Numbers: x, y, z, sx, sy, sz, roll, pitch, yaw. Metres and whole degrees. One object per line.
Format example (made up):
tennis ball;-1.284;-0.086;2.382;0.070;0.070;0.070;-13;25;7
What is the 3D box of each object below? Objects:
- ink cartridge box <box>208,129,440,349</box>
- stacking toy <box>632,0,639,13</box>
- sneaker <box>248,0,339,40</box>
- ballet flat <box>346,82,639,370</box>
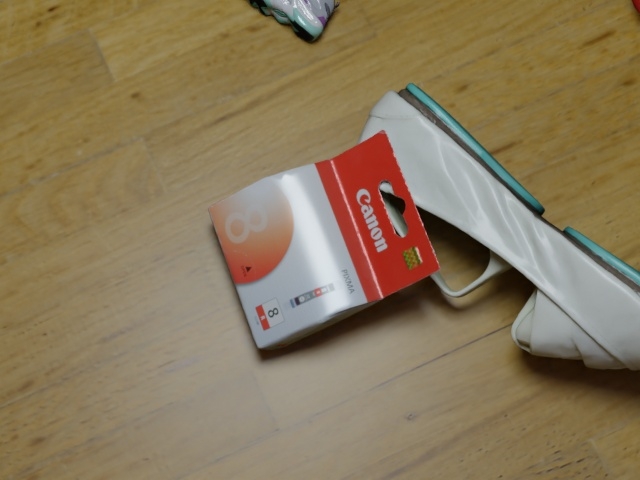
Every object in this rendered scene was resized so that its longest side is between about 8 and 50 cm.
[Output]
ink cartridge box;0.000;0.000;1.407;0.179;0.045;0.145;-28;73;24
stacking toy;0.284;-0.353;1.529;0.141;0.141;0.330;-23;80;-8
sneaker;-0.027;-0.245;1.530;0.098;0.038;0.069;36;73;0
ballet flat;0.183;0.022;1.415;0.400;0.139;0.139;41;76;15
